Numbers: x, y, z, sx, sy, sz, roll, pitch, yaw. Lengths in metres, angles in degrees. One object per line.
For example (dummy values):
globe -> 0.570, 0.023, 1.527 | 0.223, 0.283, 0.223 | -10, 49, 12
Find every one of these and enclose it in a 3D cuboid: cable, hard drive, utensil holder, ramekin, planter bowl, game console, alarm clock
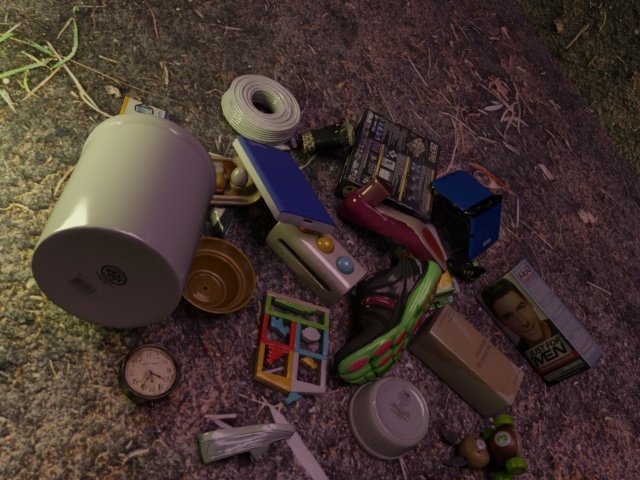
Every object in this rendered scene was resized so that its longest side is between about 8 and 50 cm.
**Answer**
cable -> -0.190, -0.425, 1.972 | 0.257, 0.089, 0.257 | 6, 56, -28
hard drive -> -0.103, -0.157, 1.701 | 0.210, 0.040, 0.319 | 14, 35, -45
utensil holder -> -0.422, -0.046, 1.363 | 0.327, 0.327, 0.385 | 21, 39, -17
ramekin -> 0.183, 0.452, 1.572 | 0.207, 0.109, 0.207 | 16, 52, -21
planter bowl -> -0.282, 0.106, 1.546 | 0.217, 0.090, 0.217 | 16, 51, -21
game console -> 0.508, -0.096, 2.126 | 0.173, 0.250, 0.293 | 12, 21, 33
alarm clock -> -0.382, 0.318, 1.356 | 0.129, 0.064, 0.192 | 4, 55, -29

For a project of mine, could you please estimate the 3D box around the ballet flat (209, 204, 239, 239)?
ballet flat -> -0.270, -0.078, 1.697 | 0.074, 0.074, 0.203 | 29, 42, -10

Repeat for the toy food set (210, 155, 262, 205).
toy food set -> -0.322, -0.203, 1.692 | 0.306, 0.092, 0.220 | 1, 42, -27

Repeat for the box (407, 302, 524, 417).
box -> 0.426, 0.352, 1.779 | 0.311, 0.121, 0.148 | 41, 47, 1

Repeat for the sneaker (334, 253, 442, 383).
sneaker -> 0.167, 0.213, 1.718 | 0.202, 0.185, 0.483 | 25, 45, 22

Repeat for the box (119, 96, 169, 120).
box -> -0.514, -0.362, 1.777 | 0.136, 0.028, 0.081 | 20, 51, -21

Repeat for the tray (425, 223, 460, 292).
tray -> 0.371, 0.051, 2.018 | 0.145, 0.030, 0.270 | 1, 59, -32

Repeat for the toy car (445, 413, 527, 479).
toy car -> 0.431, 0.561, 1.635 | 0.188, 0.149, 0.155 | 9, 42, -11

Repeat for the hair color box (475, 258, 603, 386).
hair color box -> 0.699, 0.266, 1.959 | 0.113, 0.185, 0.374 | -29, 76, -40

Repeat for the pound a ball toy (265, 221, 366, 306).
pound a ball toy -> 0.000, 0.000, 1.760 | 0.319, 0.136, 0.208 | 47, 48, 5

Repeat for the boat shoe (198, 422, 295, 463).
boat shoe -> -0.163, 0.466, 1.384 | 0.227, 0.079, 0.081 | 0, 68, -25

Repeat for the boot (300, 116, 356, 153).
boot -> 0.020, -0.353, 2.039 | 0.178, 0.085, 0.236 | -11, 21, -3

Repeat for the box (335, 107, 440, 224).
box -> 0.244, -0.252, 2.094 | 0.318, 0.097, 0.395 | 23, 48, -7

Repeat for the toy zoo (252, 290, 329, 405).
toy zoo -> -0.073, 0.286, 1.586 | 0.192, 0.030, 0.293 | 19, 50, -18

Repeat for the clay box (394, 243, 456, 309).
clay box -> 0.335, 0.106, 1.918 | 0.127, 0.053, 0.222 | -14, 64, -14

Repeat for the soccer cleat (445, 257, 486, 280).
soccer cleat -> 0.477, 0.087, 1.999 | 0.179, 0.072, 0.060 | 20, 46, -41

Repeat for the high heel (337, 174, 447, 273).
high heel -> 0.228, -0.015, 1.910 | 0.377, 0.181, 0.127 | 52, 27, 5
